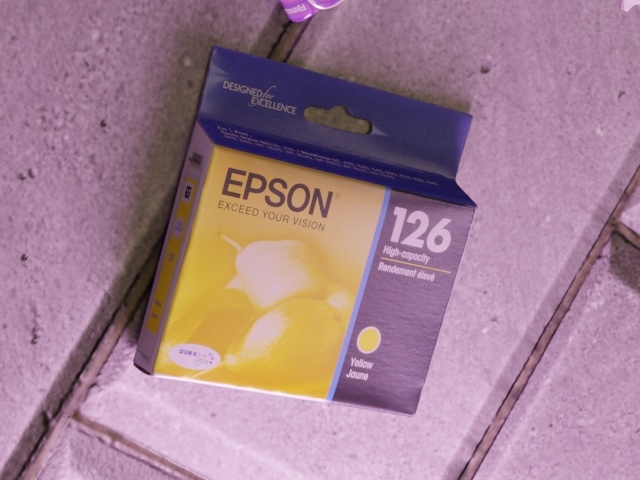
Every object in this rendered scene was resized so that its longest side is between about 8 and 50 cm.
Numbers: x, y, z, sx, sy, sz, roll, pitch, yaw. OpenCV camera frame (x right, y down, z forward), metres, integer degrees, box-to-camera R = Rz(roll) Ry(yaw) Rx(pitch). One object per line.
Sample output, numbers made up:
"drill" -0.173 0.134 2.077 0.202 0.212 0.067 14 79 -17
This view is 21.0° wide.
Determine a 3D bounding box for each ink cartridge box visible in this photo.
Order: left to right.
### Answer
"ink cartridge box" 0.000 0.000 1.654 0.304 0.072 0.307 12 99 -30

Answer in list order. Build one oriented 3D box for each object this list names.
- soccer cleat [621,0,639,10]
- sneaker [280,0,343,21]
"soccer cleat" 0.349 -0.253 1.803 0.083 0.029 0.035 -1 112 -25
"sneaker" -0.057 -0.266 1.538 0.282 0.102 0.161 -13 111 -25
